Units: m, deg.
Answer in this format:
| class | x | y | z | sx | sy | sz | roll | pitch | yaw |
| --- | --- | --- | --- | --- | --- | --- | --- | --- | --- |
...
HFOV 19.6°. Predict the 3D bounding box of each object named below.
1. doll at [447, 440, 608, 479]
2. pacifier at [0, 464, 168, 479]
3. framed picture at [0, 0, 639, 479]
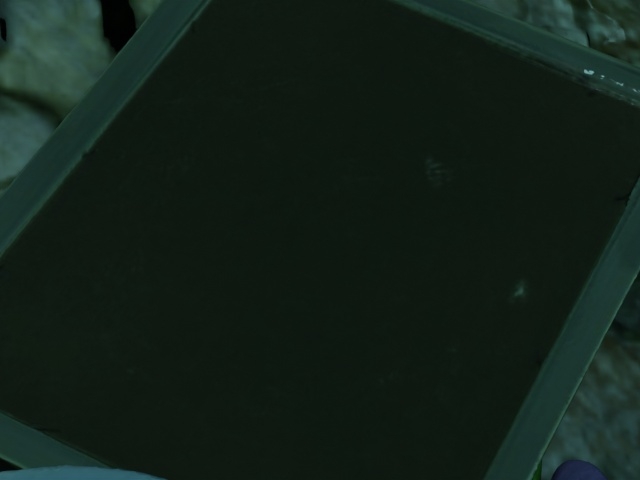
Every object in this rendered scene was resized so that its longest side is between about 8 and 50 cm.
| class | x | y | z | sx | sy | sz | roll | pitch | yaw |
| --- | --- | --- | --- | --- | --- | --- | --- | --- | --- |
| doll | 0.050 | 0.131 | 0.563 | 0.115 | 0.050 | 0.190 | 5 | 62 | -25 |
| pacifier | -0.125 | 0.165 | 0.416 | 0.279 | 0.227 | 0.207 | -48 | 121 | -55 |
| framed picture | 0.000 | 0.000 | 0.605 | 0.197 | 0.014 | 0.252 | 24 | 53 | 13 |
